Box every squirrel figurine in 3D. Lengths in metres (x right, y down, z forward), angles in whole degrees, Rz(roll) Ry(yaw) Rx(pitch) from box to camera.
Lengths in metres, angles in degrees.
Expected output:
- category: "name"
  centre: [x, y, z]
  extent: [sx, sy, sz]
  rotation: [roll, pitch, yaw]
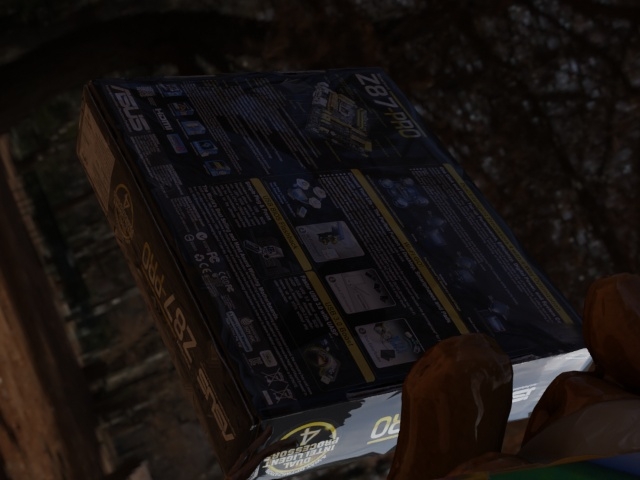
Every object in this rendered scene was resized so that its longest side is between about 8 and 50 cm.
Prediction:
- category: "squirrel figurine"
  centre: [0.089, 0.256, 0.703]
  extent: [0.281, 0.370, 0.397]
  rotation: [-117, -166, -50]

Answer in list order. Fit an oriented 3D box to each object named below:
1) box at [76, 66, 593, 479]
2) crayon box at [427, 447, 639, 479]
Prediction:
- category: "box"
  centre: [0.000, 0.000, 0.975]
  extent: [0.395, 0.318, 0.097]
  rotation: [57, -36, 37]
- category: "crayon box"
  centre: [0.072, 0.153, 0.428]
  extent: [0.165, 0.278, 0.081]
  rotation: [-60, -139, 47]
